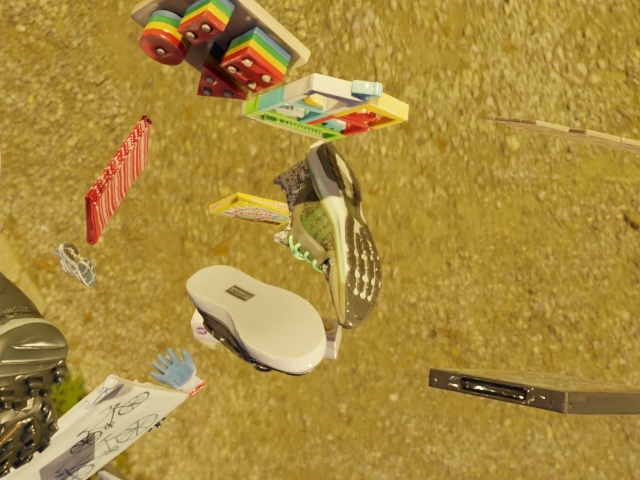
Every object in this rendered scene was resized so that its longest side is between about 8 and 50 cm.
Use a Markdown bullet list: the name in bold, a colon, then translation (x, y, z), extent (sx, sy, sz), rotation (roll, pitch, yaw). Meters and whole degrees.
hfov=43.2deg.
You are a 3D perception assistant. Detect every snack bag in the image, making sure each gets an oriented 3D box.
- **snack bag**: translation (-0.422, 0.355, 1.441), extent (0.323, 0.342, 0.037), rotation (-38, 71, 1)

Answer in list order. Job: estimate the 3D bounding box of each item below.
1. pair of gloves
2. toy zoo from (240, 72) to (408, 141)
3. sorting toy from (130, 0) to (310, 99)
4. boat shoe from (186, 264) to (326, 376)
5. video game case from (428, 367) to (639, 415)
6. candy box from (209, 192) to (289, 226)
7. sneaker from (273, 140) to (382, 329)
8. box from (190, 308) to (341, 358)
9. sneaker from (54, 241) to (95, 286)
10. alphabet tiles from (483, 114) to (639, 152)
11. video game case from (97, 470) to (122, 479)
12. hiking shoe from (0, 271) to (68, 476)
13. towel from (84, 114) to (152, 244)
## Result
- **pair of gloves**: translation (-0.350, 0.323, 1.753), extent (0.198, 0.159, 0.023), rotation (-41, 134, -16)
- **toy zoo**: translation (0.014, -0.225, 1.379), extent (0.192, 0.030, 0.293), rotation (12, 171, -32)
- **sorting toy**: translation (-0.199, -0.359, 1.502), extent (0.257, 0.089, 0.255), rotation (35, 152, -34)
- **boat shoe**: translation (-0.066, 0.095, 0.828), extent (0.228, 0.080, 0.076), rotation (21, 134, 48)
- **video game case**: translation (0.344, 0.221, 1.194), extent (0.274, 0.035, 0.248), rotation (9, 175, -36)
- **candy box**: translation (-0.146, -0.070, 1.881), extent (0.205, 0.027, 0.105), rotation (11, 156, -44)
- **sneaker**: translation (0.000, 0.000, 1.610), extent (0.182, 0.410, 0.158), rotation (-24, 148, 23)
- **box**: translation (-0.116, 0.193, 1.747), extent (0.323, 0.067, 0.063), rotation (7, 134, 11)
- **sneaker**: translation (-0.616, 0.062, 2.024), extent (0.058, 0.052, 0.135), rotation (-13, 119, 31)
- **alphabet tiles**: translation (0.446, -0.174, 1.364), extent (0.285, 0.342, 0.011), rotation (10, 99, -11)
- **video game case**: translation (-0.366, 0.511, 1.455), extent (0.143, 0.019, 0.157), rotation (5, 91, 47)
- **hiking shoe**: translation (-0.297, 0.121, 0.699), extent (0.132, 0.113, 0.304), rotation (52, 134, 18)
- **towel**: translation (-0.462, -0.136, 1.856), extent (0.031, 0.275, 0.199), rotation (25, 147, 0)
